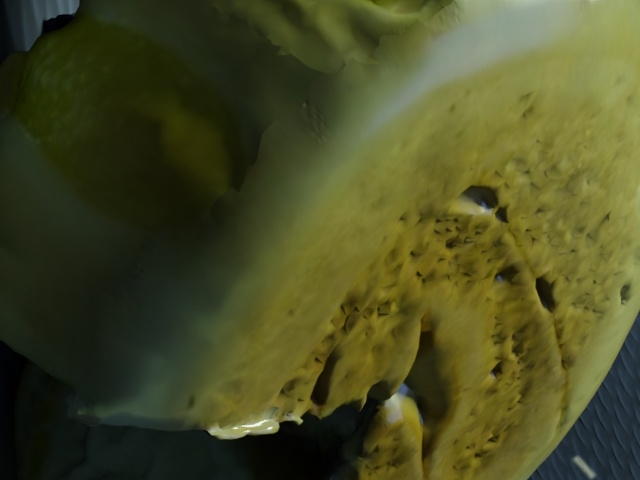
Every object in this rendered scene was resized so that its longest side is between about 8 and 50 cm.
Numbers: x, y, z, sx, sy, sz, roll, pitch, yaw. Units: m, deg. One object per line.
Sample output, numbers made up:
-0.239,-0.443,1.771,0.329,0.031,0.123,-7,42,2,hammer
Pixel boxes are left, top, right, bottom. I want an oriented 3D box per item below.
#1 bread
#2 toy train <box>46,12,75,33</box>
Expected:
0.000,0.000,0.664,0.333,0.160,0.333,-32,145,-26,bread
-0.091,-0.081,0.717,0.083,0.017,0.017,-37,124,-82,toy train
